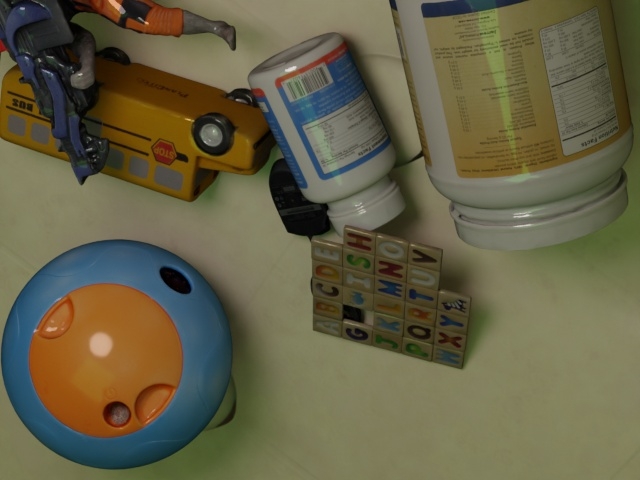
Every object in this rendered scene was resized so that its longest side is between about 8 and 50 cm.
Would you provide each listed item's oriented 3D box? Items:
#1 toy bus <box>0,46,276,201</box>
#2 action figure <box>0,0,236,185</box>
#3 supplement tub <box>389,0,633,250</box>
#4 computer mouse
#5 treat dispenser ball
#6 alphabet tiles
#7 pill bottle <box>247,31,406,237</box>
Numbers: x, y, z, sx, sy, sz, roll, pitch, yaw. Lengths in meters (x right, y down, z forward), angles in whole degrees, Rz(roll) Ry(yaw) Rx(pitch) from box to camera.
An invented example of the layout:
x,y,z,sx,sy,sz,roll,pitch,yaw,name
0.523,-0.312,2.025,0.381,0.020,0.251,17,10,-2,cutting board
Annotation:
x,y,z,sx,sy,sz,roll,pitch,yaw,name
-0.222,-0.144,1.910,0.333,0.108,0.130,19,119,12,toy bus
-0.264,-0.252,1.787,0.330,0.178,0.341,-9,118,5,action figure
0.208,-0.170,1.666,0.228,0.228,0.316,-5,112,23,supplement tub
0.000,0.000,1.940,0.071,0.041,0.242,-6,118,30,computer mouse
-0.254,0.143,1.953,0.288,0.288,0.288,8,116,17,treat dispenser ball
0.084,0.068,1.883,0.198,0.009,0.237,14,146,11,alphabet tiles
0.014,-0.120,1.823,0.124,0.124,0.221,-17,107,27,pill bottle
